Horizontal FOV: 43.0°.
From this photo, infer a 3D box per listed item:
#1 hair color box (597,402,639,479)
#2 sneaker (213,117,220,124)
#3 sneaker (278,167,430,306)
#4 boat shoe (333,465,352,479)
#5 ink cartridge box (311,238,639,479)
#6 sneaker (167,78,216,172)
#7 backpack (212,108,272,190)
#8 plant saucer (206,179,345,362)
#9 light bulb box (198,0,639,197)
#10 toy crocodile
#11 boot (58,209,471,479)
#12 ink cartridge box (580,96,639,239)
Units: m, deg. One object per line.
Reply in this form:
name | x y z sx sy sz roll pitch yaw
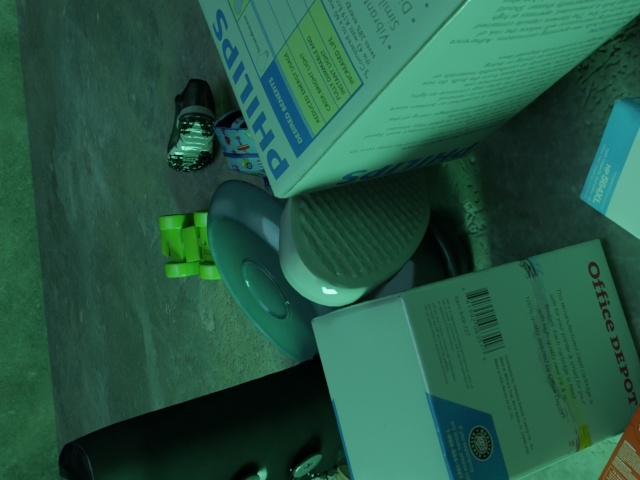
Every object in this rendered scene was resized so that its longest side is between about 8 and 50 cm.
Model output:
hair color box | 0.288 0.171 0.681 0.043 0.072 0.141 47 137 42
sneaker | -0.105 -0.139 1.249 0.190 0.071 0.083 -146 46 -61
sneaker | 0.027 -0.022 0.840 0.135 0.366 0.150 29 123 -1
boat shoe | 0.084 0.331 1.084 0.170 0.063 0.059 22 116 44
ink cartridge box | 0.145 0.116 0.743 0.168 0.232 0.171 -26 77 60
sneaker | -0.219 -0.199 1.404 0.234 0.078 0.106 126 146 -64
backpack | -0.045 -0.119 1.041 0.158 0.173 0.117 18 114 55
plant saucer | -0.065 0.061 1.143 0.317 0.043 0.318 39 150 28
light bulb box | 0.063 -0.277 0.634 0.361 0.225 0.358 -41 67 56
toy crocodile | -0.195 0.002 1.413 0.340 0.105 0.115 0 99 54
boot | -0.061 0.167 0.889 0.146 0.445 0.367 42 133 45
ink cartridge box | 0.286 -0.038 0.599 0.143 0.092 0.090 48 138 42
